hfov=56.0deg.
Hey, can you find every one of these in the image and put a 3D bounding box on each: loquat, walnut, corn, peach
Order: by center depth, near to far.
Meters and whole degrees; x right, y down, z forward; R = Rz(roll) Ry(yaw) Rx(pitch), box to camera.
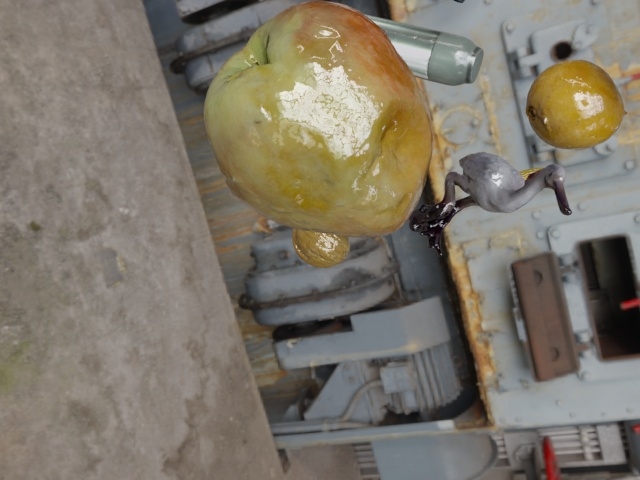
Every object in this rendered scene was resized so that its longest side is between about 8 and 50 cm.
[{"bbox_3d":[0.005,-0.098,0.586,0.235,0.214,0.214,49,31,-21],"label":"peach"},{"bbox_3d":[0.385,-0.202,0.916,0.141,0.141,0.141,-12,90,-69],"label":"loquat"},{"bbox_3d":[0.000,0.000,1.202,0.124,0.105,0.105,39,25,2],"label":"walnut"},{"bbox_3d":[0.475,-0.144,1.367,0.037,0.092,0.037,-11,90,-74],"label":"corn"}]

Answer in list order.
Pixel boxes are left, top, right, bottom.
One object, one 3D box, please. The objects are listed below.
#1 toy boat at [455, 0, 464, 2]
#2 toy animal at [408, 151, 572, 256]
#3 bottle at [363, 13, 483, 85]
[{"bbox_3d":[0.141,-0.427,0.778,0.246,0.103,0.093,64,-18,-16],"label":"toy boat"},{"bbox_3d":[0.284,-0.082,0.974,0.090,0.324,0.195,32,63,-25],"label":"toy animal"},{"bbox_3d":[0.140,-0.315,1.000,0.079,0.254,0.096,-68,159,-3],"label":"bottle"}]
